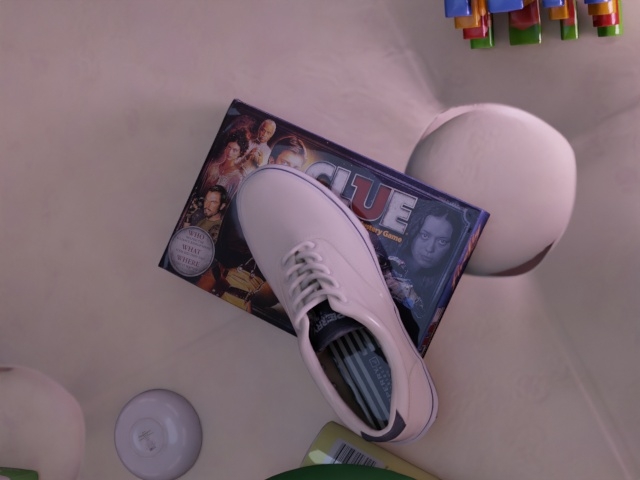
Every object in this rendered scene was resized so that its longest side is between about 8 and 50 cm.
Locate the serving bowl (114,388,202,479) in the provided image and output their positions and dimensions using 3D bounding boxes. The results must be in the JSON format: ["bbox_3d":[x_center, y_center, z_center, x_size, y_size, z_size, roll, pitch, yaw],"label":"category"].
[{"bbox_3d":[-0.149,0.174,1.110,0.083,0.027,0.083,-1,86,17],"label":"serving bowl"}]

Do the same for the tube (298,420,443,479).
[{"bbox_3d":[0.095,0.233,1.017,0.240,0.070,0.062,28,50,15],"label":"tube"}]

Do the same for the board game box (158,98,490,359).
[{"bbox_3d":[0.000,0.000,1.070,0.243,0.042,0.165,25,93,18],"label":"board game box"}]

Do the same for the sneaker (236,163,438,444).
[{"bbox_3d":[0.010,0.044,0.992,0.094,0.091,0.258,-37,76,11],"label":"sneaker"}]

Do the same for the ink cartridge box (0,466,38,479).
[{"bbox_3d":[-0.367,0.247,1.072,0.160,0.219,0.093,2,86,17],"label":"ink cartridge box"}]

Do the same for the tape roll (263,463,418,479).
[{"bbox_3d":[0.018,0.341,0.986,0.321,0.077,0.321,3,99,17],"label":"tape roll"}]

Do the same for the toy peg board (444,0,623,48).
[{"bbox_3d":[0.170,-0.193,0.980,0.161,0.160,0.079,-3,100,17],"label":"toy peg board"}]
